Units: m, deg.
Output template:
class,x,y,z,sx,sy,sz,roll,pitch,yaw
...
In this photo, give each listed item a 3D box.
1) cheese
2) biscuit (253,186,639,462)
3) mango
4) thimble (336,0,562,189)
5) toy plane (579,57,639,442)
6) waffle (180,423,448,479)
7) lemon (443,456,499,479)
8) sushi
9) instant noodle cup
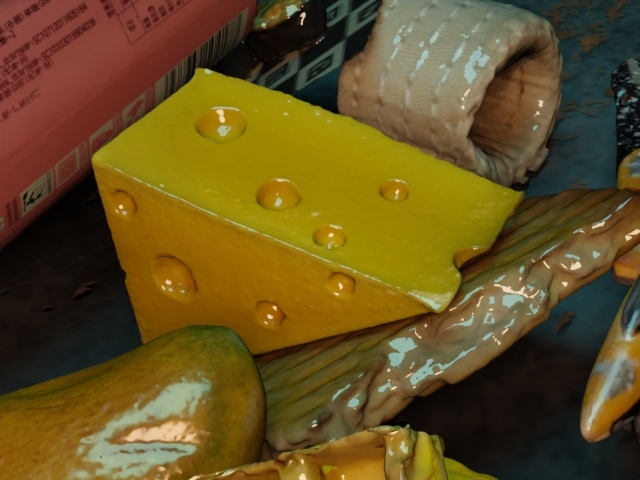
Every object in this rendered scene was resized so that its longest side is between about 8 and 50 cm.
class,x,y,z,sx,sy,sz,roll,pitch,yaw
cheese,0.000,0.000,0.775,0.171,0.126,0.093,6,34,31
biscuit,0.039,0.041,0.750,0.228,0.031,0.176,-22,18,22
mango,-0.092,0.104,0.676,0.165,0.089,0.115,-20,56,10
thimble,0.074,-0.082,0.922,0.090,0.102,0.115,18,42,28
toy plane,0.187,0.004,0.793,0.204,0.103,0.316,12,46,28
waffle,-0.020,0.179,0.532,0.160,0.055,0.211,-16,72,21
lemon,0.026,0.133,0.616,0.155,0.114,0.114,8,38,21
sushi,-0.044,-0.107,0.947,0.201,0.031,0.139,-29,25,29
instant noodle cup,-0.175,-0.104,0.845,0.255,0.244,0.244,-38,45,-23
